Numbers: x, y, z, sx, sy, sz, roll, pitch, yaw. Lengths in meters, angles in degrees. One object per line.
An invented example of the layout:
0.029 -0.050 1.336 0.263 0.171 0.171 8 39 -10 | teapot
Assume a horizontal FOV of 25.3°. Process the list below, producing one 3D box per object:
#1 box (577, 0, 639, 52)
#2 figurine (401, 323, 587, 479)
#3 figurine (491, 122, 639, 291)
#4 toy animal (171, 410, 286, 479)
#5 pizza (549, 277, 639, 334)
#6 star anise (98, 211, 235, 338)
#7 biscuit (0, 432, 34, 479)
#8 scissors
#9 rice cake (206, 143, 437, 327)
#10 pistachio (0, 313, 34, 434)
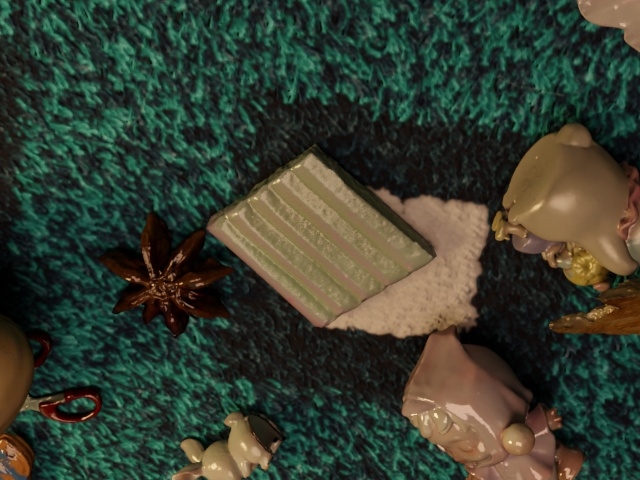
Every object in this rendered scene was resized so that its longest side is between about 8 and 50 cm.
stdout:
0.407 -0.223 1.371 0.291 0.206 0.262 -4 120 3 | box
0.208 0.221 1.693 0.276 0.200 0.133 42 70 -21 | figurine
0.322 -0.015 1.550 0.235 0.127 0.155 27 101 -15 | figurine
-0.112 0.269 1.776 0.085 0.071 0.124 41 115 -20 | toy animal
0.366 0.066 1.577 0.262 0.034 0.181 -8 158 -23 | pizza
-0.179 0.045 1.655 0.168 0.057 0.168 1 122 2 | star anise
-0.463 0.344 1.860 0.183 0.043 0.280 36 116 -14 | biscuit
-0.404 0.210 1.793 0.247 0.017 0.144 -28 115 20 | scissors
0.000 0.000 1.628 0.189 0.037 0.198 -33 114 20 | rice cake
-0.462 0.159 1.639 0.229 0.238 0.321 40 136 -12 | pistachio
